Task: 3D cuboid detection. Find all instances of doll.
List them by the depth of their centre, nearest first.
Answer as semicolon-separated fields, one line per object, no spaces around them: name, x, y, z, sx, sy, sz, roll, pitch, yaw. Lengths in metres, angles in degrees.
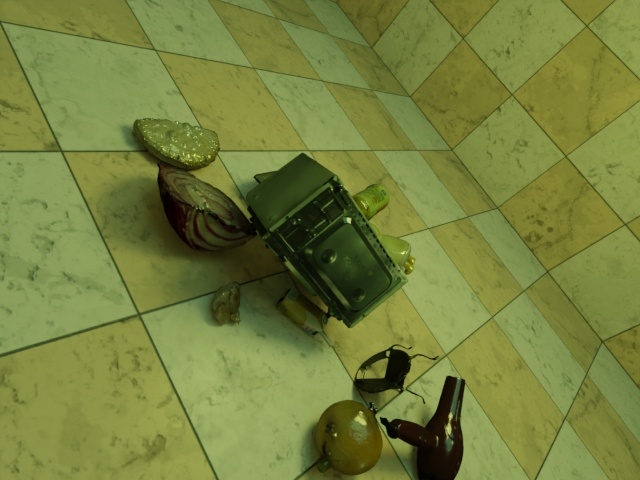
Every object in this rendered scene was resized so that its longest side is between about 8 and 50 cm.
doll;0.240;0.021;1.751;0.296;0.117;0.141;29;44;0

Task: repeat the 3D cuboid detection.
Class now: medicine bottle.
medicine bottle;0.186;-0.147;1.841;0.124;0.124;0.238;49;38;5

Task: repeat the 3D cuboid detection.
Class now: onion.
onion;-0.343;-0.082;1.255;0.314;0.146;0.280;22;19;-51

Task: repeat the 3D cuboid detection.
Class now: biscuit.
biscuit;-0.427;-0.300;1.417;0.281;0.084;0.179;-5;59;-47

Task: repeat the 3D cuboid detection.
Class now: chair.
chair;0.215;0.388;1.322;0.213;0.174;0.149;14;87;-29

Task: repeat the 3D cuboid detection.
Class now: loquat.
loquat;0.066;0.486;1.101;0.204;0.149;0.172;-29;77;-35

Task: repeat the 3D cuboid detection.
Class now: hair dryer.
hair dryer;0.281;0.488;1.231;0.340;0.123;0.313;36;60;-33

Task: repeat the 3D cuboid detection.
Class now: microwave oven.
microwave oven;0.000;0.000;1.265;0.394;0.247;0.333;53;-1;-29

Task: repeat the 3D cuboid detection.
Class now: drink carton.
drink carton;-0.030;0.223;1.310;0.200;0.084;0.075;40;47;-9

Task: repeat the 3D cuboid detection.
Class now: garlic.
garlic;-0.243;0.158;1.170;0.074;0.094;0.113;3;46;11

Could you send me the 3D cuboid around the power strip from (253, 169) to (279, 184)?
power strip;-0.109;-0.128;1.558;0.257;0.092;0.251;48;28;5
